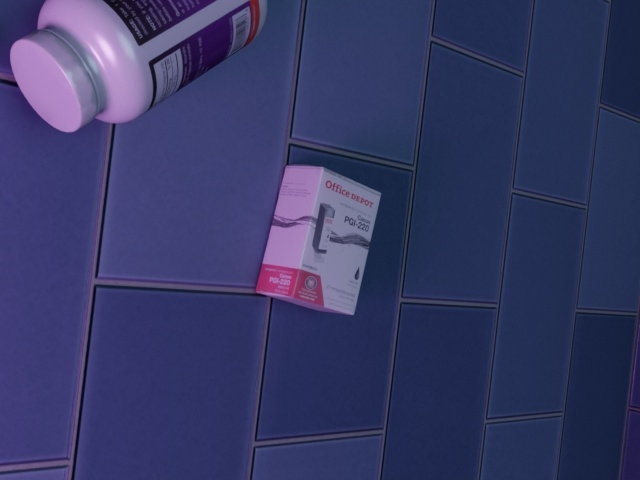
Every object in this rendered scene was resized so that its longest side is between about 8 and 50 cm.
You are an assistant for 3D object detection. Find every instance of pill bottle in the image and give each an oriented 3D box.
[{"bbox_3d":[-0.230,-0.272,1.191,0.323,0.181,0.181,-42,122,-34],"label":"pill bottle"}]

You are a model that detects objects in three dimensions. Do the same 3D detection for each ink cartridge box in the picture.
[{"bbox_3d":[0.000,0.000,1.520,0.158,0.092,0.218,20,79,-45],"label":"ink cartridge box"}]
